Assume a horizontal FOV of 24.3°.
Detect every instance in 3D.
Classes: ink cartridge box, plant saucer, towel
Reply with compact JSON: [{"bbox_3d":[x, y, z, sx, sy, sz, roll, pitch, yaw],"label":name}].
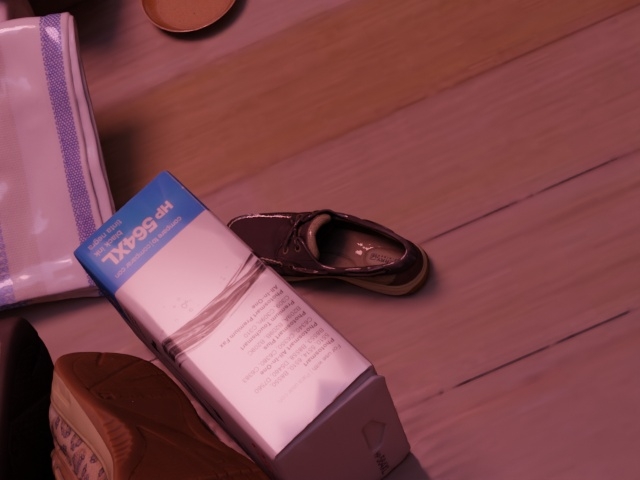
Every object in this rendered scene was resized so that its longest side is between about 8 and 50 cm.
[{"bbox_3d":[-0.048,0.072,0.953,0.086,0.148,0.203,-41,61,-10],"label":"ink cartridge box"},{"bbox_3d":[-0.102,-0.197,1.183,0.083,0.015,0.083,-6,62,11],"label":"plant saucer"},{"bbox_3d":[-0.291,-0.040,1.059,0.284,0.034,0.209,-10,95,-2],"label":"towel"}]

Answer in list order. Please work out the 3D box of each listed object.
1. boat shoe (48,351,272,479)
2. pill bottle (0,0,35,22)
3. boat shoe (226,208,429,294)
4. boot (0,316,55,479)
[{"bbox_3d":[-0.097,0.165,0.903,0.104,0.089,0.285,6,20,-26],"label":"boat shoe"},{"bbox_3d":[-0.302,-0.146,1.165,0.152,0.086,0.086,-8,61,9],"label":"pill bottle"},{"bbox_3d":[0.000,0.000,1.036,0.152,0.049,0.056,7,65,17],"label":"boat shoe"},{"bbox_3d":[-0.334,0.223,0.950,0.284,0.138,0.378,-2,59,11],"label":"boot"}]
